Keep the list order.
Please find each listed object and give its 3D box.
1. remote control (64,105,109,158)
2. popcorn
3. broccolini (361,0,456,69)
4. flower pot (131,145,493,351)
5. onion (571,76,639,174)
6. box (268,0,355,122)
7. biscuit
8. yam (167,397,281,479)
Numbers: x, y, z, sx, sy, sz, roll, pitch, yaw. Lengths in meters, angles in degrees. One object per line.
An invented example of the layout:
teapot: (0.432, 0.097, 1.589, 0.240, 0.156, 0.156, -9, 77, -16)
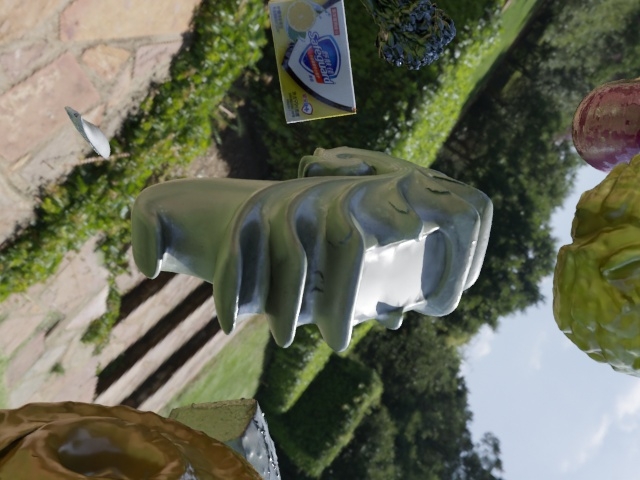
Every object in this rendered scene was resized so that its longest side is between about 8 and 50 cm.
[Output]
remote control: (-0.522, -0.246, 1.504, 0.044, 0.073, 0.229, -39, 174, -11)
popcorn: (0.349, 0.029, 0.655, 0.237, 0.205, 0.251, -64, 156, -7)
broccolini: (0.037, -0.229, 0.552, 0.068, 0.203, 0.091, -35, -159, 16)
flower pot: (0.000, 0.000, 0.736, 0.367, 0.254, 0.165, -14, 123, -39)
onion: (0.490, -0.179, 1.033, 0.207, 0.200, 0.201, -52, 173, -33)
box: (-0.017, -0.408, 1.470, 0.097, 0.168, 0.265, -88, 172, -69)
biscuit: (-0.173, 0.205, 0.508, 0.296, 0.296, 0.102, -18, 120, -78)
yam: (-0.171, 0.422, 1.165, 0.202, 0.271, 0.201, -11, -166, -2)
